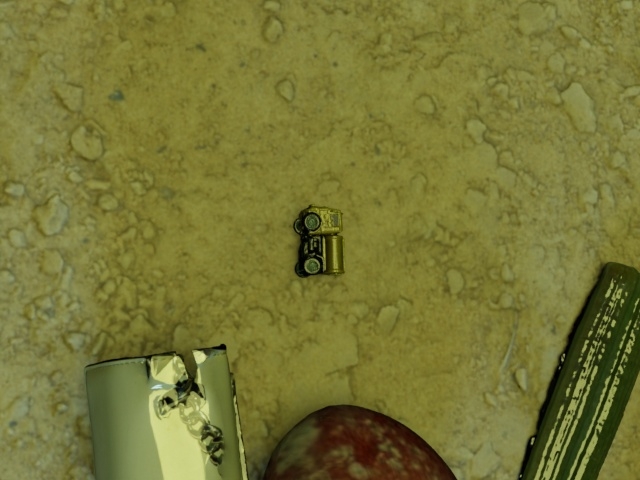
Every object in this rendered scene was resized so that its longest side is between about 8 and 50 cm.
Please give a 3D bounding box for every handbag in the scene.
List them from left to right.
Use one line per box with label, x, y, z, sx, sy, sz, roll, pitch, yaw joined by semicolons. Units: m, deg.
handbag;-0.146;0.292;1.218;0.160;0.236;0.359;-5;84;-16

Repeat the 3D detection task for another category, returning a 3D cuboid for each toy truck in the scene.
toy truck;0.000;0.000;1.386;0.054;0.049;0.083;0;84;-15

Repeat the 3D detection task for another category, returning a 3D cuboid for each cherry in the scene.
cherry;0.045;0.319;1.276;0.236;0.213;0.285;-6;58;-38

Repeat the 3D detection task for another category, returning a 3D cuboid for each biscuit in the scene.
biscuit;0.328;0.182;1.451;0.099;0.038;0.323;27;77;-12
